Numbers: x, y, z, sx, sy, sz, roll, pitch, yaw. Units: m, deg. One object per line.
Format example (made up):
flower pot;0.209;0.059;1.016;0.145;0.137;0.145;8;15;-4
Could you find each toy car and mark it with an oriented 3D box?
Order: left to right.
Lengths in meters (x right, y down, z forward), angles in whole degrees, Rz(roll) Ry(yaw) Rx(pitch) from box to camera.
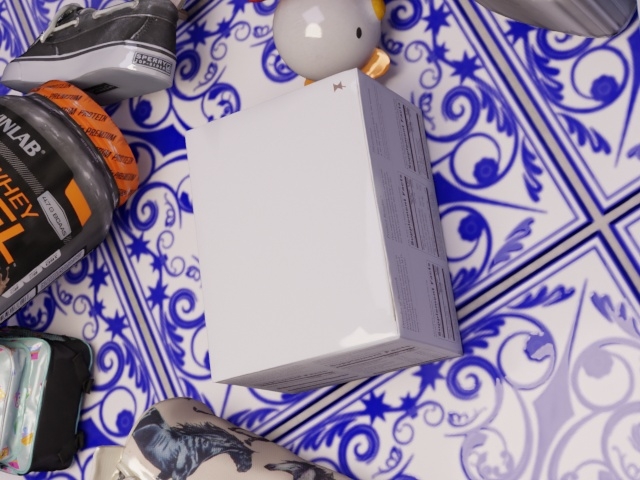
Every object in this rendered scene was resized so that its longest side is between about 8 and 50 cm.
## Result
toy car;0.016;-0.254;1.169;0.210;0.219;0.238;-18;99;26

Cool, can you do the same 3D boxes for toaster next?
toaster;0.209;-0.268;1.051;0.227;0.146;0.129;23;92;35

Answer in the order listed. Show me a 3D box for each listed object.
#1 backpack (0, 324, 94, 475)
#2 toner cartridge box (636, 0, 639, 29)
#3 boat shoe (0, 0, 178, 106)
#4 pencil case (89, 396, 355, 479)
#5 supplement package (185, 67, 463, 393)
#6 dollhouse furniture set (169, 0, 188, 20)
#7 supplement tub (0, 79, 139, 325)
backpack;-0.375;0.178;1.309;0.188;0.144;0.165;6;88;36
toner cartridge box;0.318;-0.261;0.977;0.075;0.165;0.347;-10;73;30
boat shoe;-0.270;-0.224;1.325;0.306;0.113;0.104;-2;76;52
pencil case;-0.017;0.287;1.043;0.410;0.183;0.159;21;107;32
supplement package;0.000;0.000;1.120;0.204;0.145;0.261;-17;70;27
dollhouse furniture set;-0.186;-0.405;1.354;0.242;0.161;0.212;36;99;9
supplement tub;-0.373;-0.018;1.236;0.207;0.207;0.338;26;55;33
